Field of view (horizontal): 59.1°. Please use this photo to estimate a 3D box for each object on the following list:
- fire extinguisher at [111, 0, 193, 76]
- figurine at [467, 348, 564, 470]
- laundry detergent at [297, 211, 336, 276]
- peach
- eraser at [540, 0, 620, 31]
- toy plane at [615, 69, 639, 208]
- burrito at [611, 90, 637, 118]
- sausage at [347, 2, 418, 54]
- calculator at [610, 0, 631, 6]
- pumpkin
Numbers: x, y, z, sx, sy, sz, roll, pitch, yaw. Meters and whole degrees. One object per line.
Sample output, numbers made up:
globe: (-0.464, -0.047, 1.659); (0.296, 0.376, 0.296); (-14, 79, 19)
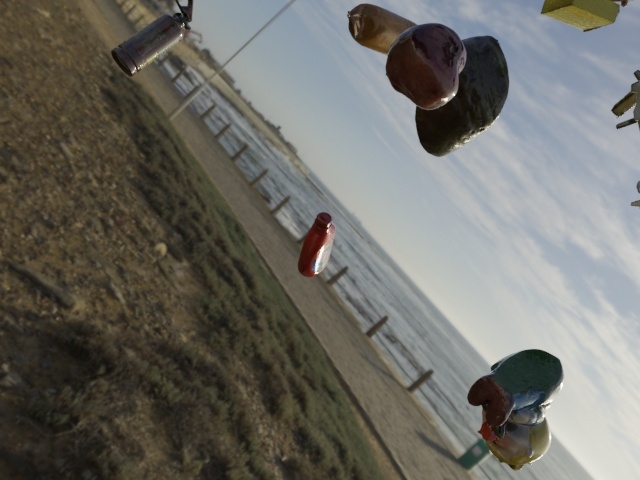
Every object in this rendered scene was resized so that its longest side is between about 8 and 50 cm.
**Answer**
fire extinguisher: (-0.390, -0.510, 1.368); (0.075, 0.252, 0.106); (41, -16, 20)
figurine: (0.309, 0.300, 0.929); (0.185, 0.234, 0.127); (-19, 45, -36)
laundry detergent: (0.000, 0.000, 1.075); (0.049, 0.097, 0.165); (34, -34, 12)
peach: (0.196, -0.327, 1.041); (0.152, 0.152, 0.152); (47, 4, -5)
eraser: (0.552, -0.491, 1.199); (0.122, 0.045, 0.097); (13, 4, -20)
toy plane: (0.627, -0.207, 1.090); (0.107, 0.273, 0.182); (14, 13, -34)
burrito: (0.944, -0.432, 1.689); (0.045, 0.041, 0.185); (36, -24, -1)
sausage: (0.169, -0.571, 1.540); (0.328, 0.112, 0.112); (2, 38, -44)
calculator: (0.733, -0.648, 1.340); (0.100, 0.032, 0.174); (23, -63, 58)
pumpkin: (0.339, -0.345, 1.370); (0.148, 0.312, 0.169); (-3, 19, -34)
